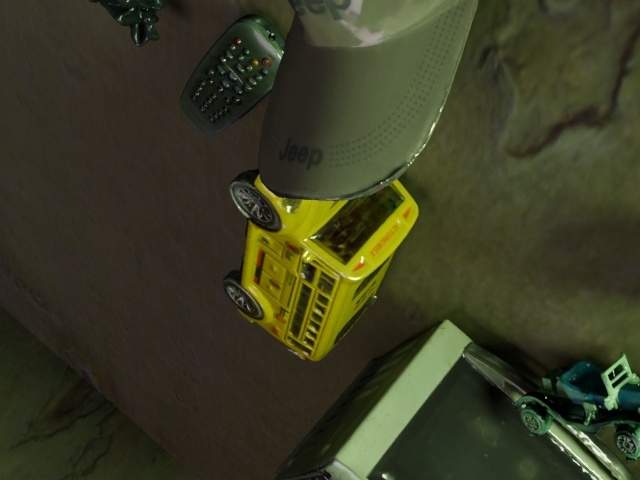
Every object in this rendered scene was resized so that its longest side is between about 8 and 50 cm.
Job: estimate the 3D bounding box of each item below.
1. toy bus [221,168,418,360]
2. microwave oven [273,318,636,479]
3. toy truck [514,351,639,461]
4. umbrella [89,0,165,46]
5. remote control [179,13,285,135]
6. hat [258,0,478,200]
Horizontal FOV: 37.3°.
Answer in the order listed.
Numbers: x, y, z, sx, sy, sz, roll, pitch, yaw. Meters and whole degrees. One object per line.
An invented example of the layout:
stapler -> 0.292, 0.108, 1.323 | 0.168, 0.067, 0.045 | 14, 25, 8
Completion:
toy bus -> 0.000, 0.000, 0.978 | 0.152, 0.144, 0.330 | 39, 155, 11
microwave oven -> 0.171, 0.330, 1.082 | 0.394, 0.247, 0.333 | 43, 157, 2
toy truck -> 0.260, 0.146, 0.904 | 0.154, 0.080, 0.078 | 3, 116, 54
umbrella -> -0.297, -0.311, 1.001 | 0.349, 0.094, 0.143 | 30, 146, 30
remote control -> -0.092, -0.165, 0.980 | 0.072, 0.042, 0.222 | 48, 153, -8
hat -> -0.001, -0.164, 0.684 | 0.214, 0.244, 0.149 | 7, 157, 48
